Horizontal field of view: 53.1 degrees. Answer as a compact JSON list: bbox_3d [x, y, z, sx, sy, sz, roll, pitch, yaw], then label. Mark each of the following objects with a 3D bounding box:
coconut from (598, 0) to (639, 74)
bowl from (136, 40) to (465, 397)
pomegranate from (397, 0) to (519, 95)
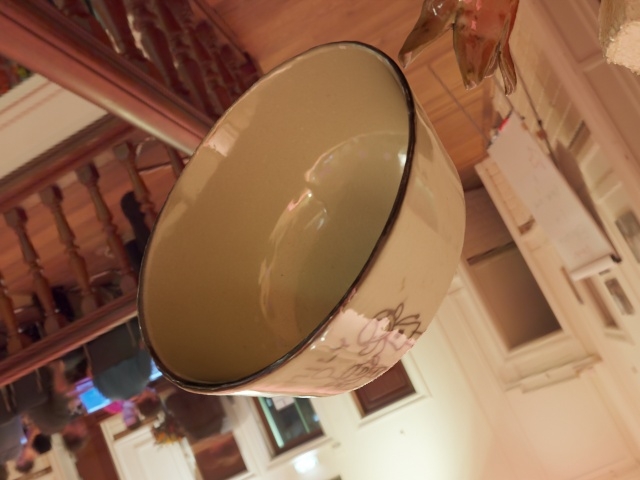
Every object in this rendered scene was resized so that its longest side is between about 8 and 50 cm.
[{"bbox_3d":[0.504,-0.339,0.775,0.297,0.255,0.297,13,173,2],"label":"coconut"},{"bbox_3d":[0.000,0.000,0.426,0.237,0.238,0.126,-33,134,31],"label":"bowl"},{"bbox_3d":[0.145,-0.305,0.497,0.290,0.291,0.323,-18,150,-32],"label":"pomegranate"}]
